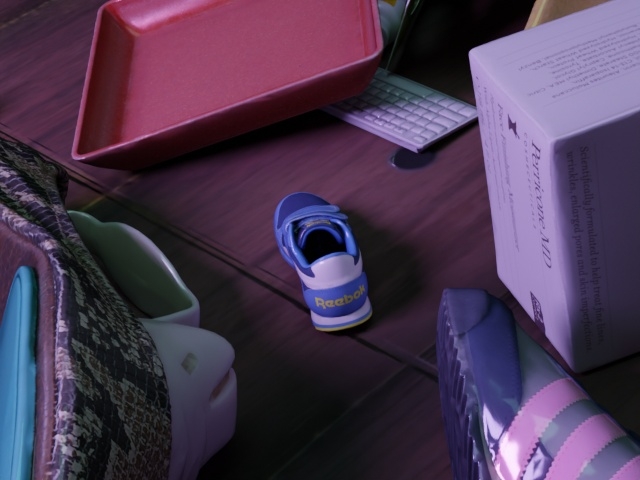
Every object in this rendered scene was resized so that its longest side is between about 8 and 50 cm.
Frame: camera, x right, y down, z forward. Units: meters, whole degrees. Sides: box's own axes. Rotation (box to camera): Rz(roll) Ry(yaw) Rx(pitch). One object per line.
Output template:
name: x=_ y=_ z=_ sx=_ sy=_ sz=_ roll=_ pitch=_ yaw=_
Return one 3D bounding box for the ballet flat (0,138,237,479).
ballet flat: x=-0.151 y=0.059 z=0.911 sx=0.182 sy=0.164 sz=0.483 roll=4 pitch=26 yaw=-26

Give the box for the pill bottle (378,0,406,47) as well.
pill bottle: x=0.052 y=-0.196 z=1.269 sx=0.043 sy=0.043 sz=0.083 roll=1 pitch=37 yaw=17

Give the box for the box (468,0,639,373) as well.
box: x=0.203 y=-0.045 z=0.906 sx=0.182 sy=0.181 sz=0.119 roll=-20 pitch=37 yaw=-10

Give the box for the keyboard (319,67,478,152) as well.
keyboard: x=0.019 y=-0.129 z=1.216 sx=0.072 sy=0.014 sz=0.256 roll=-34 pitch=42 yaw=-27

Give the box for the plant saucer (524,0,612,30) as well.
plant saucer: x=0.339 y=-0.211 z=1.069 sx=0.333 sy=0.081 sz=0.333 roll=11 pitch=71 yaw=39

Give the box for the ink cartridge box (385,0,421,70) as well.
ink cartridge box: x=0.150 y=-0.268 z=1.198 sx=0.097 sy=0.255 sz=0.189 roll=21 pitch=38 yaw=3

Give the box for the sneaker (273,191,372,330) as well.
sneaker: x=0.000 y=0.000 z=1.008 sx=0.053 sy=0.059 sz=0.144 roll=-19 pitch=36 yaw=-6

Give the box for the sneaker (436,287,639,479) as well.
sneaker: x=0.144 y=0.138 z=0.751 sx=0.131 sy=0.112 sz=0.319 roll=-10 pitch=42 yaw=-6

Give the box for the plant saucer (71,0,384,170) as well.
plant saucer: x=-0.069 y=-0.160 z=1.224 sx=0.258 sy=0.048 sz=0.259 roll=-18 pitch=36 yaw=11
